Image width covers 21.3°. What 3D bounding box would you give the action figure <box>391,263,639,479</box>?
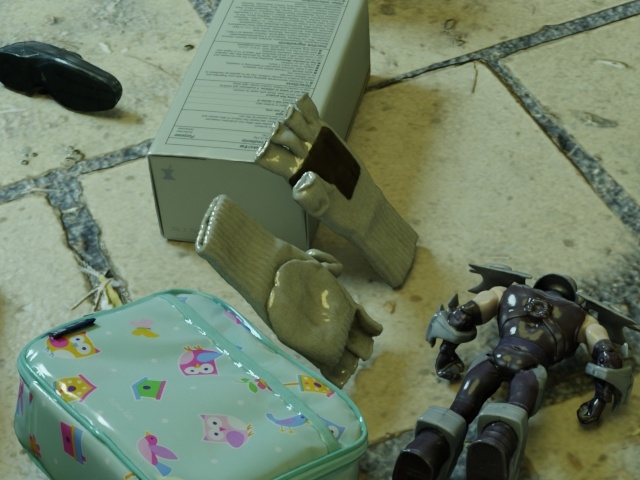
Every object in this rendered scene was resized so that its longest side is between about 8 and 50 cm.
[{"bbox_3d":[0.162,0.116,1.450,0.185,0.099,0.285,10,39,28],"label":"action figure"}]

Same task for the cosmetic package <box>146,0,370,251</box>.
[{"bbox_3d":[-0.054,-0.134,1.743,0.160,0.113,0.309,6,43,13],"label":"cosmetic package"}]

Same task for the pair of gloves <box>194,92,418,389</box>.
[{"bbox_3d":[0.000,0.000,1.530,0.042,0.204,0.240,-27,23,39],"label":"pair of gloves"}]

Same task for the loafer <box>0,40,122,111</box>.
[{"bbox_3d":[-0.281,-0.189,1.872,0.170,0.062,0.061,21,42,26],"label":"loafer"}]

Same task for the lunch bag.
[{"bbox_3d":[-0.108,0.149,1.405,0.224,0.108,0.279,-21,43,-35],"label":"lunch bag"}]
